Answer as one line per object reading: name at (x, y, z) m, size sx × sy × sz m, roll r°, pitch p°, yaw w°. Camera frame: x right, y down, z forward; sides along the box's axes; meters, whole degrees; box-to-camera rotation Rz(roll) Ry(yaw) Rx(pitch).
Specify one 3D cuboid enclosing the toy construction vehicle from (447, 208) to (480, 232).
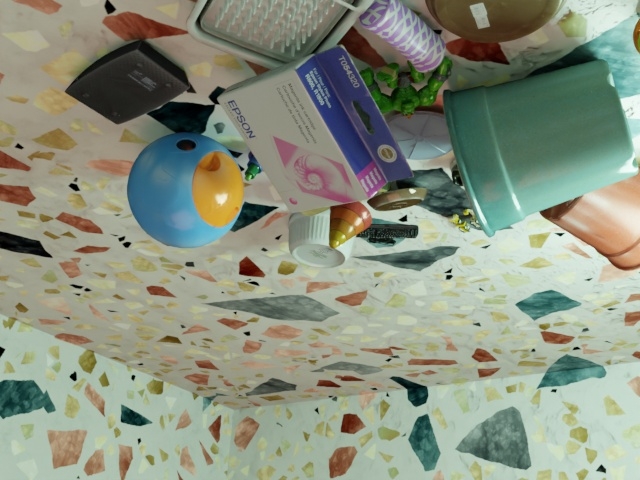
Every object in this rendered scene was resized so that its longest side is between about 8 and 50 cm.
toy construction vehicle at (0.423, -0.060, 2.271) m, size 0.098 × 0.035 × 0.086 m, roll 28°, pitch 155°, yaw -35°

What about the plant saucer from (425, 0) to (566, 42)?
plant saucer at (0.335, -0.465, 1.476) m, size 0.278 × 0.041 × 0.278 m, roll 2°, pitch 154°, yaw 1°

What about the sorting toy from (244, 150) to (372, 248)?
sorting toy at (-0.045, -0.099, 2.003) m, size 0.366 × 0.126 × 0.127 m, roll 34°, pitch 147°, yaw -8°

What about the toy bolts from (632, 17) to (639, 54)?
toy bolts at (0.710, -0.434, 1.445) m, size 0.229 × 0.158 × 0.218 m, roll 8°, pitch 114°, yaw 12°

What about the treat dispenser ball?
treat dispenser ball at (-0.334, -0.124, 1.946) m, size 0.288 × 0.288 × 0.288 m, roll 3°, pitch 153°, yaw 1°

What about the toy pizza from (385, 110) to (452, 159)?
toy pizza at (0.239, -0.260, 1.895) m, size 0.201 × 0.032 × 0.201 m, roll 4°, pitch 153°, yaw 2°

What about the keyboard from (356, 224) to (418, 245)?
keyboard at (0.201, -0.012, 2.378) m, size 0.192 × 0.038 × 0.100 m, roll 2°, pitch 153°, yaw 6°

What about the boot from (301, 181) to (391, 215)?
boot at (0.020, -0.151, 2.075) m, size 0.270 × 0.089 × 0.236 m, roll -15°, pitch 148°, yaw 34°

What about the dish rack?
dish rack at (-0.080, -0.462, 1.494) m, size 0.286 × 0.072 × 0.333 m, roll 15°, pitch 151°, yaw -24°

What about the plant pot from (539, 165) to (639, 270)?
plant pot at (0.703, -0.097, 1.939) m, size 0.265 × 0.272 × 0.272 m, roll 23°, pitch 148°, yaw -18°

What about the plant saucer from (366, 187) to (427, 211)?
plant saucer at (0.211, -0.108, 2.133) m, size 0.169 × 0.029 × 0.168 m, roll -10°, pitch 172°, yaw -1°

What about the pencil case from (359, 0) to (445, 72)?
pencil case at (0.160, -0.410, 1.550) m, size 0.088 × 0.086 × 0.206 m, roll -12°, pitch 150°, yaw 43°

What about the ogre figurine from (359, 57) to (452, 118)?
ogre figurine at (0.185, -0.333, 1.697) m, size 0.197 × 0.097 × 0.118 m, roll -25°, pitch 141°, yaw -12°

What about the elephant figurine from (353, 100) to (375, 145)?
elephant figurine at (0.015, -0.242, 1.784) m, size 0.239 × 0.169 × 0.186 m, roll -15°, pitch 168°, yaw 18°

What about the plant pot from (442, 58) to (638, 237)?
plant pot at (0.475, -0.212, 1.674) m, size 0.334 × 0.341 × 0.341 m, roll -16°, pitch 148°, yaw 19°

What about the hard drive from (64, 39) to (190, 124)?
hard drive at (-0.433, -0.355, 1.761) m, size 0.255 × 0.054 × 0.172 m, roll -17°, pitch 146°, yaw 35°

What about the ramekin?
ramekin at (0.000, 0.000, 2.334) m, size 0.207 × 0.109 × 0.207 m, roll 6°, pitch 152°, yaw 3°

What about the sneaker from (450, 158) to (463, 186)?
sneaker at (0.379, -0.191, 1.966) m, size 0.063 × 0.074 × 0.170 m, roll 12°, pitch 151°, yaw -17°

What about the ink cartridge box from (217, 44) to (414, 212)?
ink cartridge box at (-0.015, -0.219, 1.659) m, size 0.330 × 0.071 × 0.324 m, roll -9°, pitch 123°, yaw 43°
